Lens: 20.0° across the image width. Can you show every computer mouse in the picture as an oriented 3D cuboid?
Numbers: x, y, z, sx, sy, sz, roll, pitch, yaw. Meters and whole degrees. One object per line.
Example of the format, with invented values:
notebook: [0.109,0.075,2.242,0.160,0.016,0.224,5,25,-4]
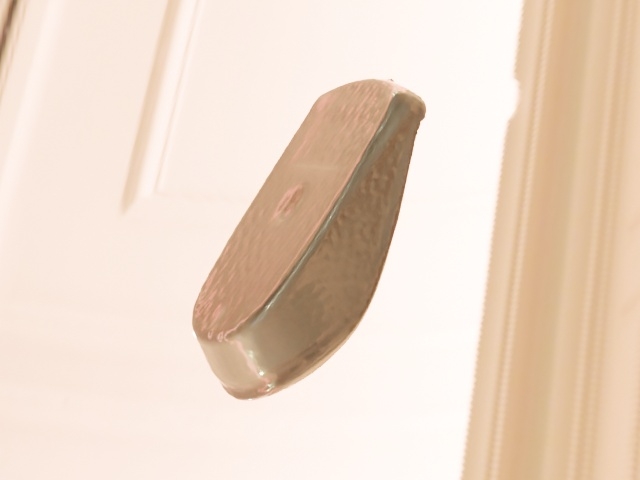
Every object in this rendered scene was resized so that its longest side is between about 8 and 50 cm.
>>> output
computer mouse: [0.000,0.000,1.170,0.079,0.128,0.231,34,-98,-28]
